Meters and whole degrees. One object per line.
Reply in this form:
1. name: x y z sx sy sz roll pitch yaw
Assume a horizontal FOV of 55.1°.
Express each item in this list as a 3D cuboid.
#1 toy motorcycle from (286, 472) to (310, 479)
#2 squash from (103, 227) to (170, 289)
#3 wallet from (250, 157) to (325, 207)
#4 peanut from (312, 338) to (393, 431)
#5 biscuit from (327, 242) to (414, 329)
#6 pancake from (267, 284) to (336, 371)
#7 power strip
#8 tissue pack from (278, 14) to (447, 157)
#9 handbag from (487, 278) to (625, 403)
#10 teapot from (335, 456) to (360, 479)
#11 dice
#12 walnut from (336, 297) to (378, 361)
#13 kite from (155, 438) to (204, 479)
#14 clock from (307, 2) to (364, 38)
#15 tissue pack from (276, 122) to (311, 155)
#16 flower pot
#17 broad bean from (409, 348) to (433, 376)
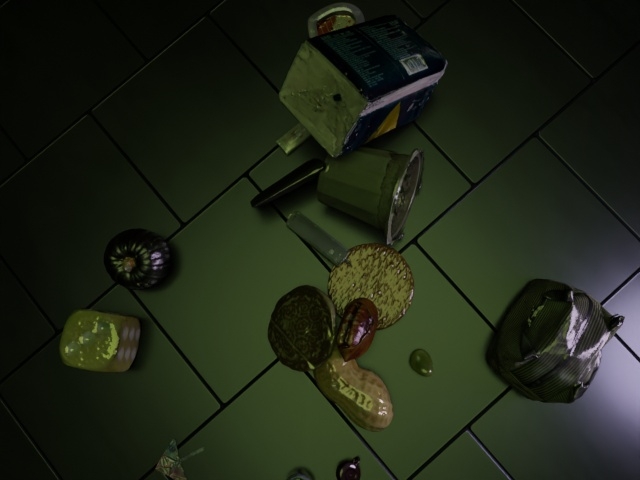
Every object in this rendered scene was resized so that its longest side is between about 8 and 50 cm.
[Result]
1. toy motorcycle: -0.101 0.798 1.696 0.198 0.109 0.297 38 86 6
2. squash: -0.543 0.054 1.818 0.193 0.156 0.193 -3 83 28
3. wallet: -0.098 -0.163 1.823 0.245 0.168 0.052 -31 103 -2
4. peanut: 0.084 0.405 1.736 0.305 0.147 0.147 41 85 10
5. biscuit: 0.149 0.136 1.819 0.261 0.037 0.262 -1 81 4
6. pancake: -0.052 0.247 1.753 0.250 0.031 0.250 -11 72 36
7. power strip: 0.000 0.000 1.834 0.252 0.027 0.060 38 84 19
8. tissue pack: 0.123 -0.442 1.715 0.264 0.253 0.416 46 46 12
9. handbag: 0.638 0.269 1.670 0.247 0.240 0.341 34 83 3
10. teapot: 0.078 0.656 1.738 0.068 0.045 0.100 45 67 -14
11. dice: -0.633 0.289 1.775 0.169 0.169 0.166 8 82 5
12. walnut: 0.099 0.249 1.712 0.115 0.116 0.207 20 57 6
13. kite: -0.407 0.644 1.788 0.152 0.005 0.137 -17 83 0
14. clock: 0.039 -0.654 1.936 0.172 0.064 0.198 24 83 7
15. tissue pack: -0.080 -0.319 1.911 0.108 0.023 0.056 -40 81 -4
16. flower pot: 0.141 -0.161 1.762 0.259 0.290 0.291 21 83 17
17. broad bean: 0.292 0.355 1.774 0.063 0.045 0.083 -26 73 -2
